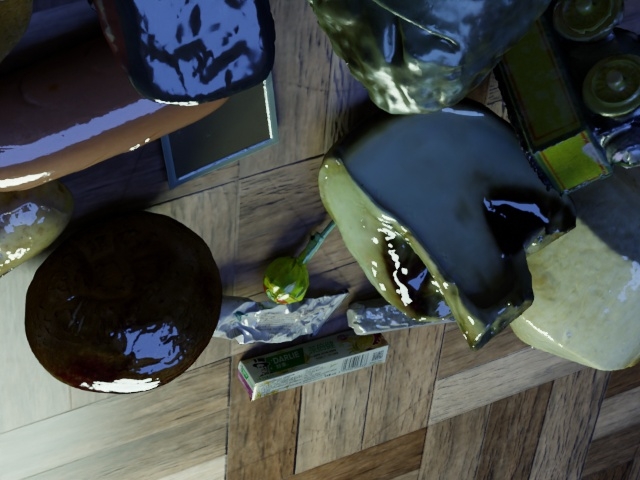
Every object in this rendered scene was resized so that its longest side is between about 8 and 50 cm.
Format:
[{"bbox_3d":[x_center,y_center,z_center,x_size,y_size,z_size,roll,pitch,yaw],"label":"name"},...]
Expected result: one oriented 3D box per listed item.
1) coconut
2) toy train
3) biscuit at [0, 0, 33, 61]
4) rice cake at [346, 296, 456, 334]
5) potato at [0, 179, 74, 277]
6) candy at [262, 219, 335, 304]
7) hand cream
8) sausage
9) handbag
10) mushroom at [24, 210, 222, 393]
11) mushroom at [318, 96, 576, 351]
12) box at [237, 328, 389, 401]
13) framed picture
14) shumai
[{"bbox_3d":[0.350,0.014,2.378,0.323,0.323,0.323,-20,143,-16],"label":"coconut"},{"bbox_3d":[0.299,-0.178,2.154,0.177,0.261,0.134,-25,145,13],"label":"toy train"},{"bbox_3d":[-0.440,-0.204,1.723,0.344,0.057,0.287,-31,145,-1],"label":"biscuit"},{"bbox_3d":[0.151,0.091,2.520,0.270,0.055,0.049,-6,104,-34],"label":"rice cake"},{"bbox_3d":[-0.346,-0.014,1.998,0.170,0.080,0.107,-31,146,6],"label":"potato"},{"bbox_3d":[0.000,0.000,2.312,0.194,0.058,0.062,-50,169,9],"label":"candy"},{"bbox_3d":[-0.070,0.095,2.369,0.257,0.050,0.084,5,127,-44],"label":"hand cream"},{"bbox_3d":[-0.240,-0.138,1.897,0.304,0.121,0.121,-22,143,-13],"label":"sausage"},{"bbox_3d":[-0.141,-0.267,1.749,0.181,0.181,0.254,-16,125,-1],"label":"handbag"},{"bbox_3d":[-0.222,0.067,2.094,0.231,0.194,0.138,-39,146,-9],"label":"mushroom"},{"bbox_3d":[0.161,-0.029,2.239,0.217,0.292,0.212,-39,166,-25],"label":"mushroom"},{"bbox_3d":[-0.009,0.160,2.485,0.207,0.050,0.041,-15,138,-23],"label":"box"},{"bbox_3d":[-0.117,-0.146,2.073,0.142,0.011,0.183,-24,143,-14],"label":"framed picture"},{"bbox_3d":[0.057,-0.299,1.769,0.288,0.292,0.330,15,88,-60],"label":"shumai"}]
